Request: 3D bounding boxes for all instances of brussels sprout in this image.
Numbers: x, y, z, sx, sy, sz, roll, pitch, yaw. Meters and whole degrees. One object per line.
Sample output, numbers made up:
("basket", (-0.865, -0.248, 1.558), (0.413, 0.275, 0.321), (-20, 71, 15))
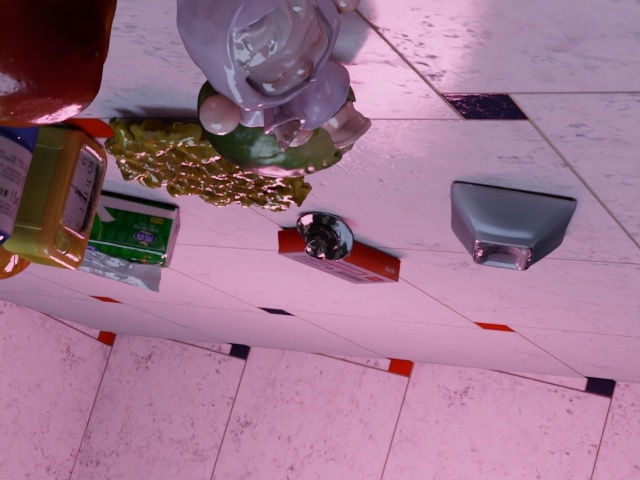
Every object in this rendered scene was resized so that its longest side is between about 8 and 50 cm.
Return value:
("brussels sprout", (-0.049, -0.138, 1.339), (0.180, 0.144, 0.161), (-2, 154, -1))

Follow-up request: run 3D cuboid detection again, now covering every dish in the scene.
("dish", (0.282, -0.008, 1.787), (0.181, 0.080, 0.243), (9, 167, 9))

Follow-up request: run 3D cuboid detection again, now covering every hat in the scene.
("hat", (0.000, 0.000, 2.063), (0.121, 0.050, 0.121), (17, 143, 14))

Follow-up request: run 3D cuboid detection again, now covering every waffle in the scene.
("waffle", (-0.162, -0.109, 1.746), (0.301, 0.068, 0.325), (9, 169, 8))

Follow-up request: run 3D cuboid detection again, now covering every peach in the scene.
("peach", (-0.309, -0.211, 1.105), (0.243, 0.200, 0.243), (17, 179, 0))

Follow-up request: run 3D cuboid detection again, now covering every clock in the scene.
("clock", (-0.407, -0.065, 1.827), (0.096, 0.202, 0.143), (8, 168, 16))

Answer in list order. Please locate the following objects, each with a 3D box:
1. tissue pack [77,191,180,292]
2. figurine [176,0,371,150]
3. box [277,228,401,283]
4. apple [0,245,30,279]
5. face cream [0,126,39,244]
("tissue pack", (-0.381, 0.001, 2.217), (0.208, 0.156, 0.148), (13, 165, -3))
("figurine", (-0.044, -0.178, 1.123), (0.133, 0.200, 0.276), (41, 172, 34))
("box", (0.034, 0.030, 2.232), (0.229, 0.050, 0.123), (22, 162, -40))
("apple", (-0.629, -0.023, 2.248), (0.195, 0.196, 0.196), (10, 168, 2))
("face cream", (-0.528, -0.122, 1.635), (0.248, 0.225, 0.249), (11, 166, 3))
